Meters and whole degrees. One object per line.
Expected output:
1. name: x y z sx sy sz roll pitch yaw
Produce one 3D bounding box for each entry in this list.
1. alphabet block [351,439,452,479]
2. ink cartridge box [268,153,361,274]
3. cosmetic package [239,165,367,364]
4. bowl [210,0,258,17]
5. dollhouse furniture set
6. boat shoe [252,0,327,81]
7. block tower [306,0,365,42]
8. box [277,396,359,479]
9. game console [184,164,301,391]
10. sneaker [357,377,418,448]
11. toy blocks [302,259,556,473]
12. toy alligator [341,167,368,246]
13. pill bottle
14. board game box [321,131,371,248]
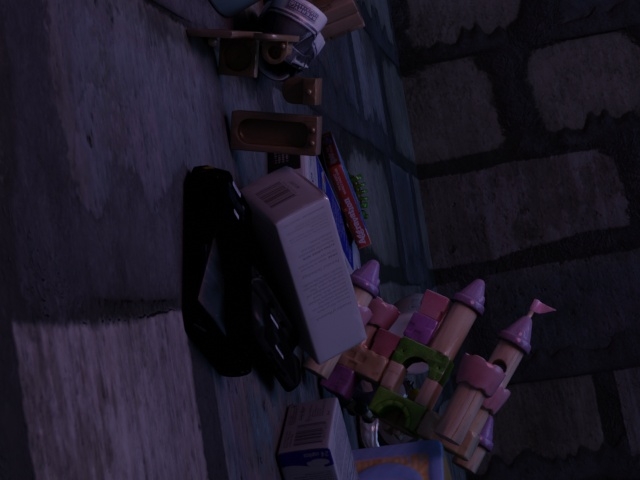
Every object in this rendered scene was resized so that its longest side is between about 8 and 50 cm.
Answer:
1. alphabet block: 0.100 0.421 1.734 0.193 0.192 0.197 -82 161 -52
2. ink cartridge box: 0.000 0.000 1.917 0.371 0.069 0.175 61 21 -54
3. cosmetic package: -0.022 0.033 1.611 0.117 0.085 0.231 42 -25 52
4. bowl: -0.081 -0.467 1.654 0.311 0.163 0.311 -10 90 -80
5. dollhouse furniture set: -0.079 -0.181 1.531 0.123 0.144 0.151 -30 125 -74
6. boat shoe: -0.054 -0.280 1.801 0.102 0.108 0.301 -60 -173 -1
7. block tower: -0.021 -0.463 1.992 0.091 0.097 0.335 56 16 -58
8. box: -0.001 0.298 1.625 0.126 0.072 0.137 -75 153 -66
9. game console: -0.085 0.084 1.467 0.361 0.044 0.213 63 22 -56
10. sneaker: 0.120 0.257 2.205 0.100 0.108 0.271 62 20 -54
11. toy blocks: 0.171 0.165 1.879 0.260 0.289 0.309 -61 157 -13
12. toy alligator: 0.070 -0.061 2.365 0.056 0.051 0.189 -31 110 -78
13. pill bottle: 0.196 0.187 2.590 0.229 0.131 0.131 -54 133 -75
14. board game box: 0.040 -0.092 2.124 0.281 0.027 0.145 -100 167 -74
